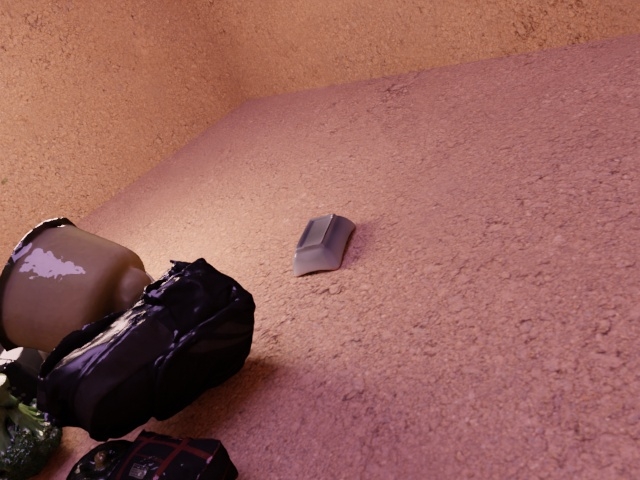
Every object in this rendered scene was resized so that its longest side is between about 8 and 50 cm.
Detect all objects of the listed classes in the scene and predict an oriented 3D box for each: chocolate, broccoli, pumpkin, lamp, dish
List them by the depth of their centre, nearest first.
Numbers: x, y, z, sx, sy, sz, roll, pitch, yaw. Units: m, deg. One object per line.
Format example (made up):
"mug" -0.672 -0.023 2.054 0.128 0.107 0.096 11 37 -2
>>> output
"pumpkin" -0.424 0.477 1.080 0.167 0.125 0.167 -31 19 12
"broccoli" -0.752 0.451 1.291 0.270 0.270 0.270 -4 17 1
"chocolate" -0.567 0.145 1.298 0.326 0.297 0.314 114 179 -52
"dish" 0.000 0.000 1.535 0.151 0.077 0.212 -12 33 28
"lamp" -0.873 0.364 1.584 0.374 0.205 0.272 -26 30 28

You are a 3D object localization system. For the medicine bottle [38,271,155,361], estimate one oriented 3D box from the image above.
"medicine bottle" -0.586 0.249 1.513 0.340 0.208 0.208 -40 30 -20

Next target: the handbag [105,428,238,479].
"handbag" -0.275 0.437 0.971 0.215 0.155 0.169 -2 31 27

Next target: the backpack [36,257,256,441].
"backpack" -0.362 0.243 1.140 0.255 0.363 0.446 39 49 22
